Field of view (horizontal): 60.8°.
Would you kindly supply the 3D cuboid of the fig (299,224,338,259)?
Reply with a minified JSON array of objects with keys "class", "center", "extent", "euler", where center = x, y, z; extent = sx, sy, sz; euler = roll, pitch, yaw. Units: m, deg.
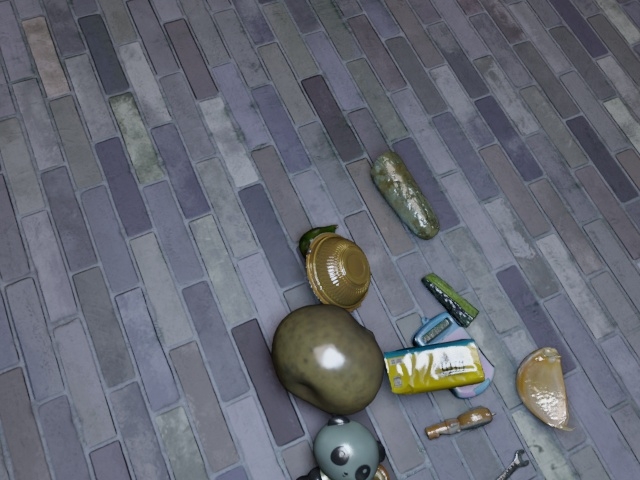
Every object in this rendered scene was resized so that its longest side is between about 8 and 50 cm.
[{"class":"fig","center":[0.000,0.000,1.830],"extent":[0.117,0.117,0.177],"euler":[33,45,8]}]

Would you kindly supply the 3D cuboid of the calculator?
[{"class":"calculator","center":[0.423,0.362,1.745],"extent":[0.173,0.051,0.293],"euler":[-34,75,-16]}]

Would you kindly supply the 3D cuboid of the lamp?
[{"class":"lamp","center":[0.052,0.622,1.530],"extent":[0.197,0.198,0.244],"euler":[37,86,10]}]

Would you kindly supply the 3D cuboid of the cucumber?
[{"class":"cucumber","center":[0.420,0.197,1.811],"extent":[0.211,0.062,0.078],"euler":[41,33,17]}]

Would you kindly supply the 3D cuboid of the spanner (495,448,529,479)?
[{"class":"spanner","center":[0.532,0.721,1.629],"extent":[0.254,0.015,0.054],"euler":[-37,75,-17]}]

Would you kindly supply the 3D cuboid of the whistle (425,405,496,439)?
[{"class":"whistle","center":[0.424,0.550,1.651],"extent":[0.220,0.107,0.057],"euler":[-19,63,3]}]

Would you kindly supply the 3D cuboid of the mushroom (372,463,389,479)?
[{"class":"mushroom","center":[0.166,0.704,1.565],"extent":[0.088,0.073,0.129],"euler":[-14,31,-25]}]

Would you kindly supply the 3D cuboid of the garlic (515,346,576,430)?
[{"class":"garlic","center":[0.692,0.455,1.674],"extent":[0.145,0.164,0.245],"euler":[-2,73,-24]}]

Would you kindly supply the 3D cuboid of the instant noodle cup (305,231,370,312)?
[{"class":"instant noodle cup","center":[0.081,0.090,1.726],"extent":[0.274,0.090,0.274],"euler":[19,60,-38]}]

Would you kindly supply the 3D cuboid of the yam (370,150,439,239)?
[{"class":"yam","center":[0.301,-0.147,1.903],"extent":[0.133,0.133,0.330],"euler":[-30,78,-16]}]

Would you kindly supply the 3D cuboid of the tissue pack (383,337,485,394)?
[{"class":"tissue pack","center":[0.339,0.373,1.616],"extent":[0.270,0.192,0.134],"euler":[-12,78,13]}]

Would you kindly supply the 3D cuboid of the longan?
[{"class":"longan","center":[0.021,0.345,1.594],"extent":[0.350,0.288,0.288],"euler":[35,69,17]}]
